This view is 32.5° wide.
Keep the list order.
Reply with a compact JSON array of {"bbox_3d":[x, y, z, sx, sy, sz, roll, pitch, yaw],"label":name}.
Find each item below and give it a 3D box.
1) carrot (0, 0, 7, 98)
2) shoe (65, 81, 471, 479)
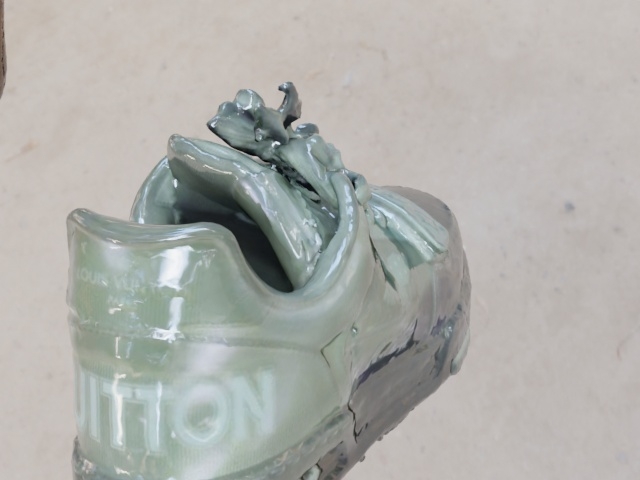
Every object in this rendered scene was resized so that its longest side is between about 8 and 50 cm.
[{"bbox_3d":[-0.272,-0.177,0.862,0.055,0.161,0.055,9,32,-6],"label":"carrot"},{"bbox_3d":[-0.002,-0.001,0.460,0.109,0.149,0.293,10,26,21],"label":"shoe"}]
